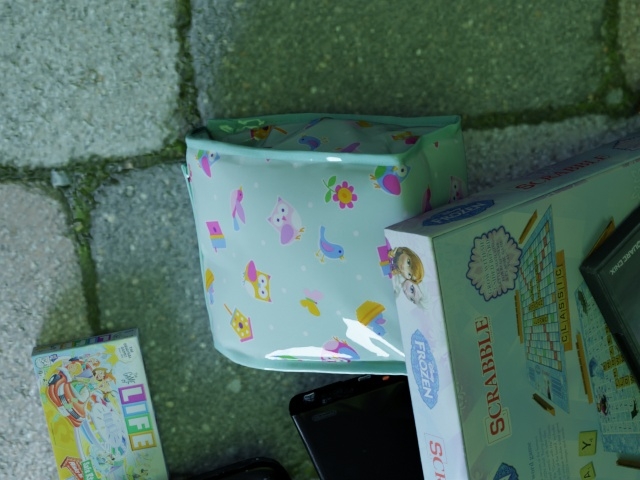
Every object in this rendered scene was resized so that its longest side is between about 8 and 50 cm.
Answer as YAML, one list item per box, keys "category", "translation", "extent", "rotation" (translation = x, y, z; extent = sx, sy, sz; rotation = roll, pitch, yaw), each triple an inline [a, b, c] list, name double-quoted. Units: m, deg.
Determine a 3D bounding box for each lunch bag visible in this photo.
- category: "lunch bag"
  translation: [0.000, 0.000, 1.713]
  extent: [0.262, 0.160, 0.223]
  rotation: [3, 110, 31]

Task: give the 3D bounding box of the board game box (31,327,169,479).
- category: "board game box"
  translation: [-0.211, 0.168, 1.817]
  extent: [0.103, 0.026, 0.154]
  rotation: [-11, 106, -1]

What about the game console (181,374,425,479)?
- category: "game console"
  translation: [-0.034, 0.259, 1.815]
  extent: [0.361, 0.044, 0.213]
  rotation: [-19, 116, 11]

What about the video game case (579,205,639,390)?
- category: "video game case"
  translation: [0.352, 0.071, 1.711]
  extent: [0.196, 0.026, 0.274]
  rotation: [-43, 118, -24]

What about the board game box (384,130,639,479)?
- category: "board game box"
  translation: [0.217, 0.096, 1.670]
  extent: [0.318, 0.066, 0.319]
  rotation: [-20, 108, -34]

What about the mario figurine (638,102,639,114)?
- category: "mario figurine"
  translation: [0.455, -0.079, 1.708]
  extent: [0.320, 0.198, 0.170]
  rotation: [26, 84, -6]
